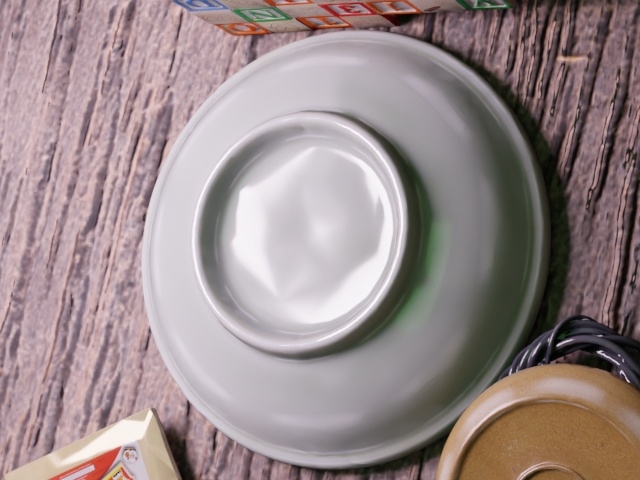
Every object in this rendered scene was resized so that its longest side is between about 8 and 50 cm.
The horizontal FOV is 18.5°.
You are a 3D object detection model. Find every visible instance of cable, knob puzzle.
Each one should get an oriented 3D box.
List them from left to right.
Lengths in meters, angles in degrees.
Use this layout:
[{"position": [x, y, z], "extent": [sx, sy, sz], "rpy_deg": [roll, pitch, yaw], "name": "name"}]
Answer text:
[{"position": [-0.190, 0.275, 1.809], "extent": [0.213, 0.030, 0.213], "rpy_deg": [-5, 78, 24], "name": "knob puzzle"}, {"position": [0.211, 0.155, 1.636], "extent": [0.150, 0.047, 0.184], "rpy_deg": [-7, 82, 29], "name": "cable"}]

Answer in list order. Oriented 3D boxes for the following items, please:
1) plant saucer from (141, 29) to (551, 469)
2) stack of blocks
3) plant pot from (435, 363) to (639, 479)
[{"position": [0.000, 0.000, 1.730], "extent": [0.400, 0.100, 0.400], "rpy_deg": [-4, 80, 24], "name": "plant saucer"}, {"position": [0.020, -0.249, 1.723], "extent": [0.297, 0.171, 0.087], "rpy_deg": [-1, 81, 25], "name": "stack of blocks"}, {"position": [0.193, 0.218, 1.595], "extent": [0.236, 0.032, 0.236], "rpy_deg": [-1, 88, 30], "name": "plant pot"}]
